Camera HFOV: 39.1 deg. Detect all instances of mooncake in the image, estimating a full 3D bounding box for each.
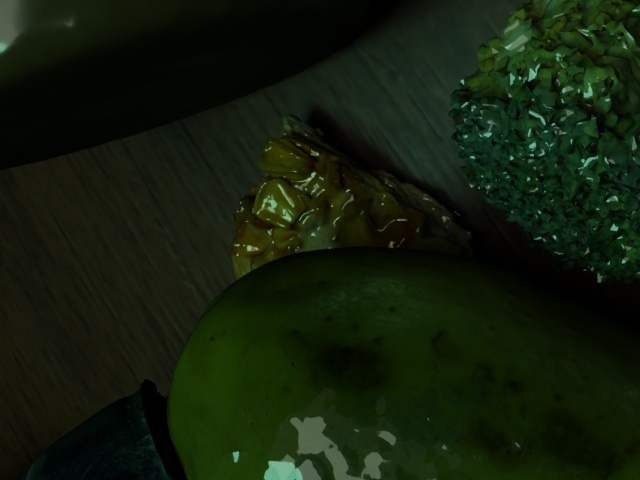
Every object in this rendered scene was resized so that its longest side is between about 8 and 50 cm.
[{"bbox_3d":[-0.118,-0.140,0.458,0.284,0.284,0.155,-20,90,31],"label":"mooncake"}]

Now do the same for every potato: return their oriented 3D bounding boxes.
[{"bbox_3d":[0.074,0.115,0.435,0.304,0.216,0.215,20,112,-4],"label":"potato"}]

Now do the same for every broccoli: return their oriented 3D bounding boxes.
[{"bbox_3d":[0.161,-0.072,0.419,0.220,0.194,0.194,13,108,51],"label":"broccoli"}]

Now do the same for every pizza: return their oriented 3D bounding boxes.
[{"bbox_3d":[0.000,0.000,0.553,0.182,0.062,0.161,-16,91,32],"label":"pizza"}]

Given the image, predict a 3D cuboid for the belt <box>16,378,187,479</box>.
[{"bbox_3d":[-0.071,0.204,0.486,0.116,0.206,0.267,-35,39,-6],"label":"belt"}]
